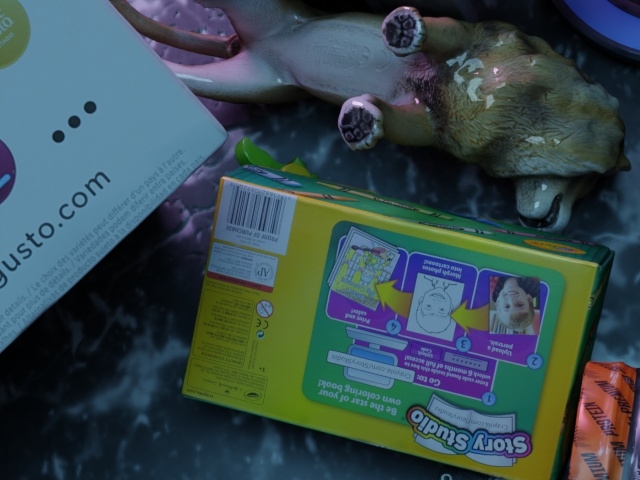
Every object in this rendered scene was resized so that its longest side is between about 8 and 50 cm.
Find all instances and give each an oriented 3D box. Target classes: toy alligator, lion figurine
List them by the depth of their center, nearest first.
[{"bbox_3d":[0.028,-0.127,1.482,0.392,0.240,0.142,26,102,28],"label":"lion figurine"},{"bbox_3d":[0.000,0.000,1.500,0.051,0.056,0.190,-28,84,-40],"label":"toy alligator"}]

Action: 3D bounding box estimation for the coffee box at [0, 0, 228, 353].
[{"bbox_3d":[-0.320,-0.068,1.350,0.337,0.338,0.334,-43,98,-10],"label":"coffee box"}]

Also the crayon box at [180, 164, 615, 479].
[{"bbox_3d":[0.053,0.058,1.416,0.278,0.081,0.165,14,102,11],"label":"crayon box"}]

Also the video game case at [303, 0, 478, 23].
[{"bbox_3d":[0.025,-0.192,1.492,0.173,0.190,0.022,11,88,11],"label":"video game case"}]

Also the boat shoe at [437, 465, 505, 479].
[{"bbox_3d":[0.073,0.259,1.379,0.076,0.080,0.228,16,71,19],"label":"boat shoe"}]

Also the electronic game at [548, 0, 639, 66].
[{"bbox_3d":[0.279,-0.237,1.553,0.229,0.048,0.229,-2,69,6],"label":"electronic game"}]

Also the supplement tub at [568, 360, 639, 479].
[{"bbox_3d":[0.332,0.181,1.306,0.338,0.207,0.207,7,71,9],"label":"supplement tub"}]
